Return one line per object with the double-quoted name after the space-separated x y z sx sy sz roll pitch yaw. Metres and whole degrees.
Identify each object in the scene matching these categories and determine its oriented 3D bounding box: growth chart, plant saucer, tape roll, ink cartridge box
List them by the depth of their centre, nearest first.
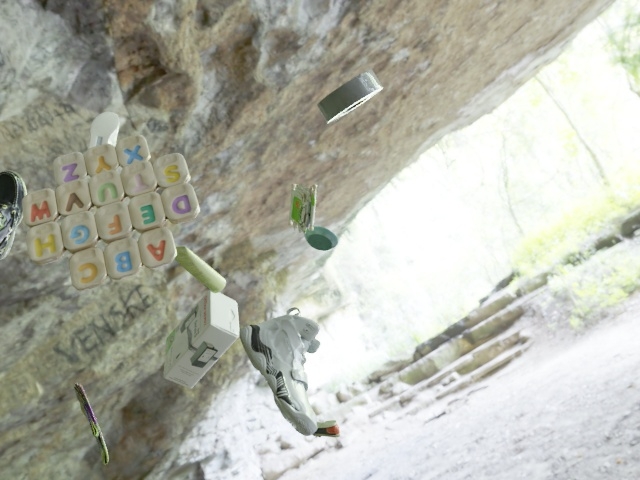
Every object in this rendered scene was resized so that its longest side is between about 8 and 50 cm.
-0.061 -0.105 1.741 0.021 0.172 0.237 0 8 -22 "growth chart"
0.098 -0.481 1.773 0.219 0.072 0.219 -31 7 4 "tape roll"
0.000 0.000 1.777 0.119 0.119 0.021 -50 16 51 "plant saucer"
-0.403 0.328 1.785 0.115 0.198 0.273 33 -71 -28 "ink cartridge box"

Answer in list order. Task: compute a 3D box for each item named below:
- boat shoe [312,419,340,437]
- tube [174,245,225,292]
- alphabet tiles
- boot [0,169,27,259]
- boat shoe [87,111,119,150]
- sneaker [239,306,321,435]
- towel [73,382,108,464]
-0.003 0.542 1.509 0.137 0.043 0.049 -18 2 33 "boat shoe"
-0.386 0.083 1.657 0.070 0.062 0.240 -37 -44 3 "tube"
-0.358 -0.060 0.904 0.284 0.278 0.021 -17 -26 -8 "alphabet tiles"
-0.801 -0.056 1.274 0.178 0.085 0.236 -132 58 -85 "boot"
-0.551 -0.246 1.350 0.066 0.184 0.063 2 -32 -15 "boat shoe"
-0.064 0.350 1.493 0.210 0.366 0.137 -28 -33 -17 "sneaker"
-0.259 0.206 0.599 0.009 0.083 0.060 -20 -43 -30 "towel"
